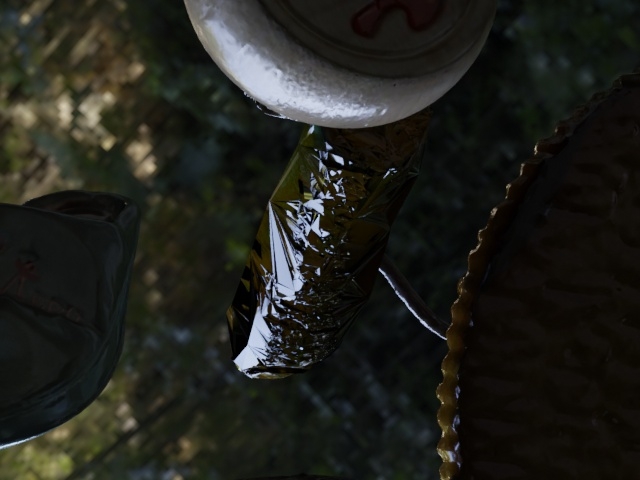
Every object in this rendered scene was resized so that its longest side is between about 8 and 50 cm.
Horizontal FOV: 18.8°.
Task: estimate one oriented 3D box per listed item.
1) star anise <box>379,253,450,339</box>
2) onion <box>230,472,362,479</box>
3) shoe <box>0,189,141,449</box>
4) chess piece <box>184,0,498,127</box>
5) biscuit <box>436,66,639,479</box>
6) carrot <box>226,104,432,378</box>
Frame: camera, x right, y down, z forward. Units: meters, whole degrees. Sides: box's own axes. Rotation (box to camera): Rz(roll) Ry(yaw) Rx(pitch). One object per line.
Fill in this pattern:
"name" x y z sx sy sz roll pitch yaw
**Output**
"star anise" 0.100 0.030 1.306 0.227 0.148 0.218 32 -147 -43
"onion" -0.010 0.296 0.969 0.358 0.345 0.358 5 -103 -24
"shoe" -0.168 0.022 1.099 0.251 0.103 0.100 -76 -27 -60
"chess piece" 0.005 -0.069 0.489 0.084 0.038 0.083 8 -108 -25
"biscuit" 0.098 0.022 0.512 0.126 0.206 0.025 37 168 -11
"carrot" -0.001 0.000 0.918 0.069 0.228 0.069 6 -121 -11
